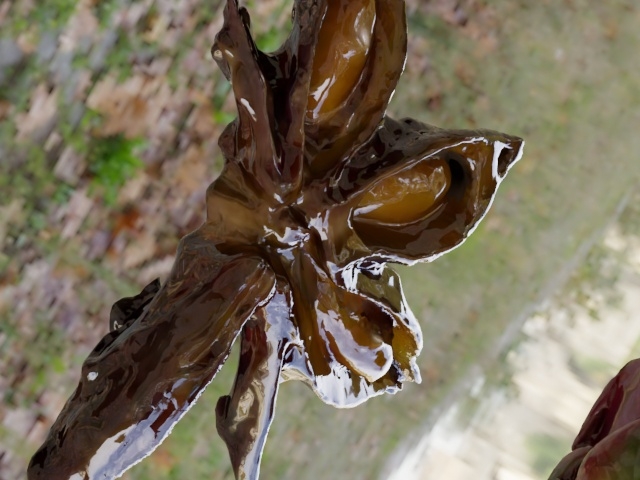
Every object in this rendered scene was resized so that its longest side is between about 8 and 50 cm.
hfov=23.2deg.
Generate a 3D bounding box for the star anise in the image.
[{"bbox_3d":[0.003,0.001,0.478,0.157,0.053,0.212,22,83,-44],"label":"star anise"}]

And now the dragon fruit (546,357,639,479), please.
[{"bbox_3d":[0.182,0.073,0.489,0.273,0.218,0.198,-53,-163,-18],"label":"dragon fruit"}]
